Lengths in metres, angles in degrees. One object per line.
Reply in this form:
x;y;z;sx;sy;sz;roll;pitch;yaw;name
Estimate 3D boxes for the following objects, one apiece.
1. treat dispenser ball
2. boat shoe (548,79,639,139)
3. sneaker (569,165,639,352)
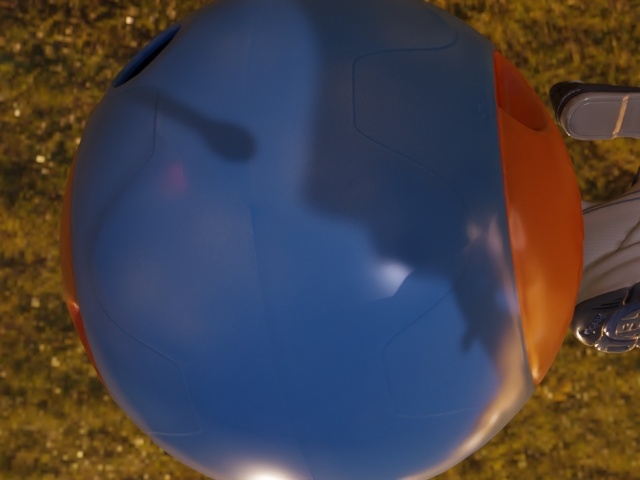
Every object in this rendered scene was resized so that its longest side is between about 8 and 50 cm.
0.000;0.000;0.677;0.288;0.288;0.288;-1;146;-1;treat dispenser ball
0.341;-0.145;1.313;0.206;0.065;0.075;1;124;-23;boat shoe
0.306;-0.021;0.899;0.297;0.129;0.111;-14;144;-10;sneaker
